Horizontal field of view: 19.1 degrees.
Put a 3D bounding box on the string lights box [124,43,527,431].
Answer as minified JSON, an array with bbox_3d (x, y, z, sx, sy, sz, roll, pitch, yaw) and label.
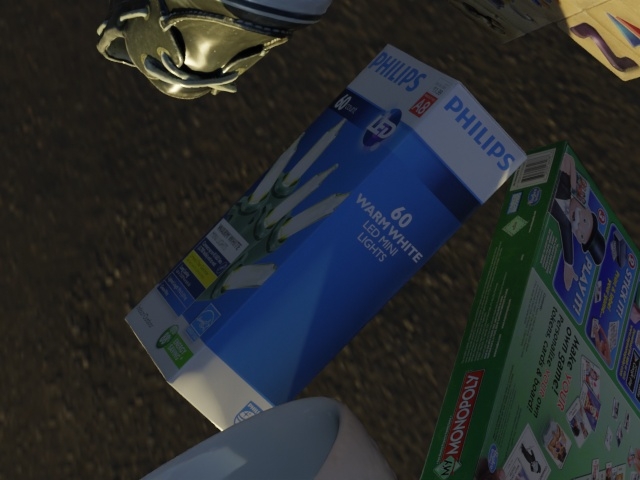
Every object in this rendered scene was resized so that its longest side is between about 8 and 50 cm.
[{"bbox_3d":[0.000,0.000,1.244,0.259,0.133,0.077,-46,114,-1],"label":"string lights box"}]

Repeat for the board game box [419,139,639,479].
[{"bbox_3d":[0.174,0.114,1.332,0.046,0.317,0.213,-14,128,33],"label":"board game box"}]

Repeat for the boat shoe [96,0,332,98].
[{"bbox_3d":[-0.082,-0.160,1.397,0.121,0.335,0.119,14,93,-20],"label":"boat shoe"}]

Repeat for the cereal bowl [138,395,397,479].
[{"bbox_3d":[-0.085,0.228,0.919,0.339,0.339,0.141,-34,96,2],"label":"cereal bowl"}]

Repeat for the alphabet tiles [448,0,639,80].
[{"bbox_3d":[0.060,-0.130,0.752,0.198,0.237,0.009,38,83,-8],"label":"alphabet tiles"}]
